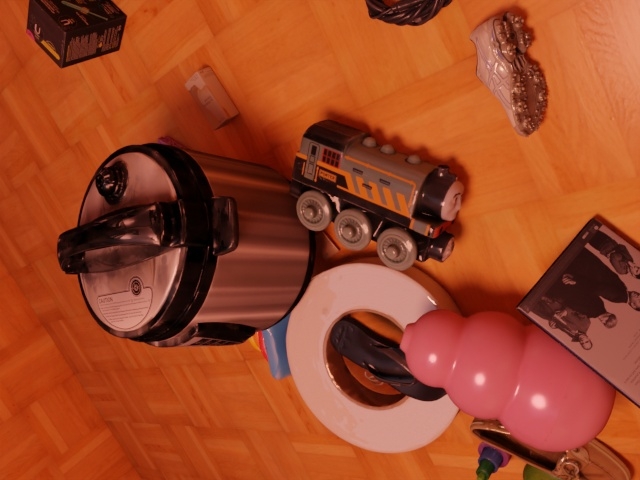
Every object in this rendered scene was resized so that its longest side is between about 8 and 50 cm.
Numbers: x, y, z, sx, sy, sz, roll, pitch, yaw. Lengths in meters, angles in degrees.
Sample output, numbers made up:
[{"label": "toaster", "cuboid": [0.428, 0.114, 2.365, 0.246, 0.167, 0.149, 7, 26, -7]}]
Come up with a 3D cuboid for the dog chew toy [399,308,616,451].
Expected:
[{"label": "dog chew toy", "cuboid": [0.294, 0.210, 0.994, 0.331, 0.207, 0.207, 17, 130, 9]}]

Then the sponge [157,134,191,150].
[{"label": "sponge", "cuboid": [-0.304, -0.153, 1.436, 0.210, 0.031, 0.117, 32, 134, 20]}]

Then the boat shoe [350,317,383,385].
[{"label": "boat shoe", "cuboid": [0.129, 0.255, 1.298, 0.254, 0.079, 0.095, 33, 126, 18]}]

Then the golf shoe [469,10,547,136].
[{"label": "golf shoe", "cuboid": [0.268, -0.235, 0.875, 0.086, 0.069, 0.176, 10, 123, 60]}]

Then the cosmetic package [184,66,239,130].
[{"label": "cosmetic package", "cuboid": [-0.227, -0.295, 1.265, 0.060, 0.041, 0.115, -28, 97, 47]}]

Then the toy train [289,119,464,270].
[{"label": "toy train", "cuboid": [0.092, -0.084, 1.070, 0.333, 0.142, 0.190, 26, 122, 26]}]

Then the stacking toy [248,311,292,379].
[{"label": "stacking toy", "cuboid": [-0.134, 0.201, 1.458, 0.301, 0.165, 0.175, 6, 112, 51]}]

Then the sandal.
[{"label": "sandal", "cuboid": [0.124, 0.230, 1.129, 0.254, 0.054, 0.097, 20, 109, 25]}]

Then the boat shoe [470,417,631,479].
[{"label": "boat shoe", "cuboid": [0.422, 0.397, 1.133, 0.285, 0.089, 0.105, 21, 129, 29]}]

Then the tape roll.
[{"label": "tape roll", "cuboid": [0.109, 0.226, 1.210, 0.391, 0.072, 0.392, 6, 102, 29]}]

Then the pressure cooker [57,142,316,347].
[{"label": "pressure cooker", "cuboid": [-0.266, 0.007, 1.153, 0.375, 0.420, 0.370, 46, 113, 31]}]

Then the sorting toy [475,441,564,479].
[{"label": "sorting toy", "cuboid": [0.456, 0.524, 1.164, 0.365, 0.126, 0.127, 30, 134, 21]}]

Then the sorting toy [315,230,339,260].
[{"label": "sorting toy", "cuboid": [0.000, 0.000, 1.289, 0.083, 0.012, 0.062, 50, 143, -3]}]

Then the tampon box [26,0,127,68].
[{"label": "tampon box", "cuboid": [-0.532, -0.470, 1.323, 0.120, 0.161, 0.101, 45, 137, 8]}]

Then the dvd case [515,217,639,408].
[{"label": "dvd case", "cuboid": [0.438, 0.109, 0.883, 0.238, 0.179, 0.029, 41, 179, 12]}]

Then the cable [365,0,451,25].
[{"label": "cable", "cuboid": [0.132, -0.395, 0.891, 0.150, 0.047, 0.184, 46, 135, 0]}]
